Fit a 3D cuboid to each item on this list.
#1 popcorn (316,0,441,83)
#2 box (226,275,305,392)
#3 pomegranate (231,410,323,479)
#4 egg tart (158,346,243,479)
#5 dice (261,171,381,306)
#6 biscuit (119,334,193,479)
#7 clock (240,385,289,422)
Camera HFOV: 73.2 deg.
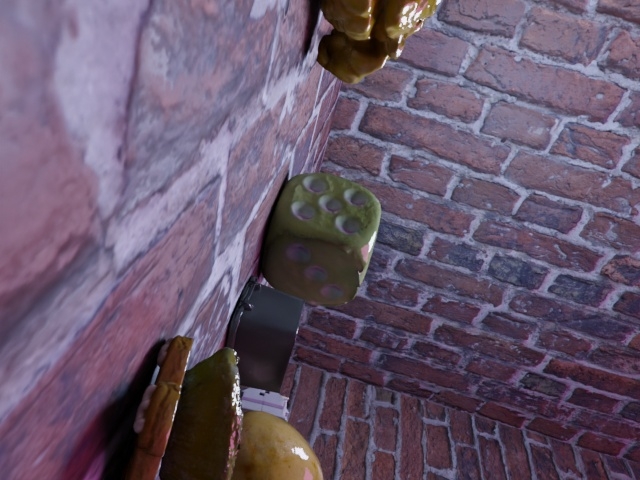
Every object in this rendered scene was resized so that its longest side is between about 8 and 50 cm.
[{"bbox_3d":[0.101,-0.437,0.744,0.332,0.225,0.265,-61,-170,26],"label":"popcorn"},{"bbox_3d":[-0.123,0.216,0.947,0.163,0.134,0.244,-74,179,-58],"label":"box"},{"bbox_3d":[-0.128,0.508,0.887,0.307,0.307,0.308,16,90,-90],"label":"pomegranate"},{"bbox_3d":[-0.146,0.223,0.531,0.197,0.078,0.197,-167,-90,-73],"label":"egg tart"},{"bbox_3d":[0.000,0.000,1.087,0.255,0.249,0.252,-72,178,-45],"label":"dice"},{"bbox_3d":[-0.176,0.221,0.427,0.158,0.035,0.241,-114,-138,-73],"label":"biscuit"},{"bbox_3d":[-0.183,0.492,1.180,0.309,0.165,0.235,-96,-158,-82],"label":"clock"}]
